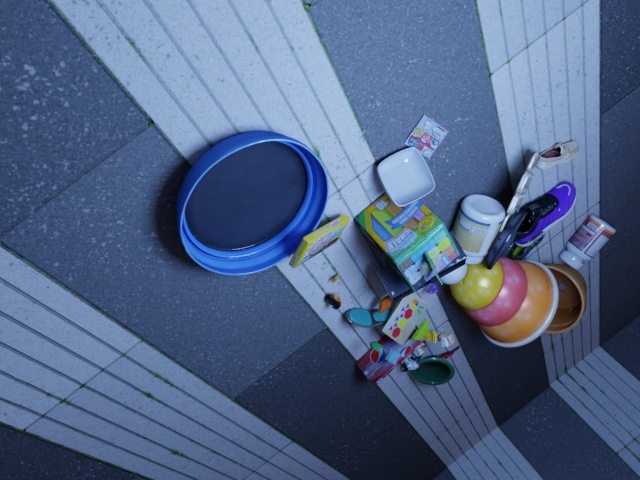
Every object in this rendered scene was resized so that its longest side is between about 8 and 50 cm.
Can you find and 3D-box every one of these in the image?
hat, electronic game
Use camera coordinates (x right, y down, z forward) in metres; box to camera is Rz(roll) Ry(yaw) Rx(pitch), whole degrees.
[{"bbox_3d":[0.484,0.499,2.432,0.173,0.184,0.208,-34,119,27],"label":"hat"},{"bbox_3d":[0.619,-0.001,1.883,0.229,0.048,0.229,-50,163,-22],"label":"electronic game"}]

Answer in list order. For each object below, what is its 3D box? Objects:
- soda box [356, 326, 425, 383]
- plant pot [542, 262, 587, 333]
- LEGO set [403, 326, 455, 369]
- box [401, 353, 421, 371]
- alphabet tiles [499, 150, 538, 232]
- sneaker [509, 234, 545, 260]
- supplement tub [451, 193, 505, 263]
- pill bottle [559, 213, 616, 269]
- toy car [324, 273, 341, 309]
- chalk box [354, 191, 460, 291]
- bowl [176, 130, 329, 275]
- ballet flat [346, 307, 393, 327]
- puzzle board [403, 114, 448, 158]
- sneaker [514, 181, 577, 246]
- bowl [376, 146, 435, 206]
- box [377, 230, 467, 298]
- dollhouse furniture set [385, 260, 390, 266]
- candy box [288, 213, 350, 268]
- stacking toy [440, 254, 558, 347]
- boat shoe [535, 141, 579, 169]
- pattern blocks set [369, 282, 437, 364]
[{"bbox_3d":[0.266,0.414,2.140,0.263,0.092,0.083,-44,137,4],"label":"soda box"},{"bbox_3d":[0.983,0.220,2.377,0.203,0.291,0.291,-18,137,-46],"label":"plant pot"},{"bbox_3d":[0.422,0.389,2.204,0.107,0.132,0.287,-8,152,-38],"label":"LEGO set"},{"bbox_3d":[0.378,0.508,2.363,0.067,0.018,0.083,-2,127,-35],"label":"box"},{"bbox_3d":[0.657,-0.156,1.859,0.284,0.021,0.278,-11,124,-67],"label":"alphabet tiles"},{"bbox_3d":[0.795,0.004,2.183,0.078,0.067,0.188,0,129,-44],"label":"sneaker"},{"bbox_3d":[0.513,-0.036,1.881,0.144,0.144,0.200,-12,132,-28],"label":"supplement tub"},{"bbox_3d":[1.117,0.009,2.384,0.121,0.121,0.221,14,118,-43],"label":"pill bottle"},{"bbox_3d":[0.056,0.161,1.792,0.040,0.060,0.122,-43,160,-49],"label":"toy car"},{"bbox_3d":[0.266,0.006,1.626,0.179,0.289,0.180,-40,140,0],"label":"chalk box"},{"bbox_3d":[-0.165,-0.089,1.387,0.391,0.077,0.391,-21,136,-21],"label":"bowl"},{"bbox_3d":[0.165,0.273,1.963,0.213,0.072,0.068,3,152,-35],"label":"ballet flat"},{"bbox_3d":[0.300,-0.290,1.600,0.128,0.011,0.096,18,114,-45],"label":"puzzle board"},{"bbox_3d":[0.806,-0.107,2.066,0.293,0.102,0.146,-48,138,10],"label":"sneaker"},{"bbox_3d":[0.231,-0.174,1.582,0.142,0.142,0.053,-27,-178,-14],"label":"bowl"},{"bbox_3d":[0.324,0.087,1.800,0.261,0.103,0.184,-29,169,6],"label":"box"},{"bbox_3d":[0.258,0.047,1.815,0.091,0.081,0.114,-19,135,-22],"label":"dollhouse furniture set"},{"bbox_3d":[0.000,0.000,1.553,0.206,0.027,0.105,-31,155,-48],"label":"candy box"},{"bbox_3d":[0.584,0.152,2.052,0.479,0.351,0.351,28,108,-27],"label":"stacking toy"},{"bbox_3d":[0.811,-0.298,1.929,0.170,0.063,0.059,-28,144,-11],"label":"boat shoe"},{"bbox_3d":[0.295,0.266,1.990,0.325,0.026,0.285,-50,127,-12],"label":"pattern blocks set"}]
